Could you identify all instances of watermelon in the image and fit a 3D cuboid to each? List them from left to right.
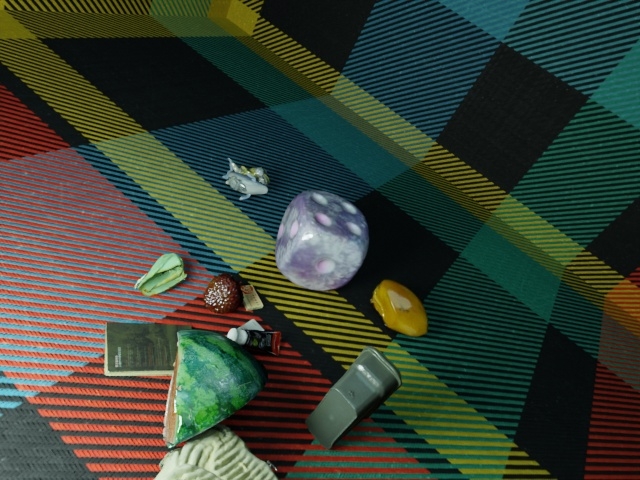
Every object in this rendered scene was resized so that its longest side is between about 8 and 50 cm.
[{"bbox_3d":[-0.282,0.305,1.150,0.319,0.292,0.222,-26,84,-33],"label":"watermelon"}]

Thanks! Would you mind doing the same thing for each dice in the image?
[{"bbox_3d":[0.000,0.000,1.756,0.270,0.270,0.271,16,37,-20],"label":"dice"}]

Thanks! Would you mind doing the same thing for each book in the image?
[{"bbox_3d":[-0.450,0.286,1.291,0.228,0.024,0.160,7,40,-29],"label":"book"}]

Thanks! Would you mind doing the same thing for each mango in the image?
[{"bbox_3d":[0.297,0.252,1.790,0.252,0.126,0.154,44,49,17],"label":"mango"}]

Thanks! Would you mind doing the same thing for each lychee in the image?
[{"bbox_3d":[-0.295,0.164,1.477,0.129,0.123,0.123,-16,55,-36],"label":"lychee"}]

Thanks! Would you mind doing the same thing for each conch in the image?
[{"bbox_3d":[-0.469,0.111,1.458,0.106,0.079,0.170,30,50,10],"label":"conch"}]

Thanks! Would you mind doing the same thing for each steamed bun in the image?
[{"bbox_3d":[-0.205,0.571,0.936,0.347,0.237,0.394,27,13,-26],"label":"steamed bun"}]

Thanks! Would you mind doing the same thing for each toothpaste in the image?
[{"bbox_3d":[-0.183,0.288,1.412,0.193,0.045,0.071,24,64,-45],"label":"toothpaste"}]

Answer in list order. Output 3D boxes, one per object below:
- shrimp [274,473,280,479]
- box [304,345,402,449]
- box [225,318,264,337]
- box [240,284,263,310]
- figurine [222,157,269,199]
[{"bbox_3d":[-0.149,0.566,1.157,0.184,0.043,0.091,49,31,15],"label":"shrimp"},{"bbox_3d":[0.084,0.428,1.301,0.138,0.274,0.178,42,43,19],"label":"box"},{"bbox_3d":[-0.256,0.299,1.403,0.055,0.039,0.218,43,37,14],"label":"box"},{"bbox_3d":[-0.231,0.186,1.581,0.058,0.015,0.093,-6,49,-38],"label":"box"},{"bbox_3d":[-0.302,-0.251,1.978,0.208,0.128,0.184,34,33,12],"label":"figurine"}]
